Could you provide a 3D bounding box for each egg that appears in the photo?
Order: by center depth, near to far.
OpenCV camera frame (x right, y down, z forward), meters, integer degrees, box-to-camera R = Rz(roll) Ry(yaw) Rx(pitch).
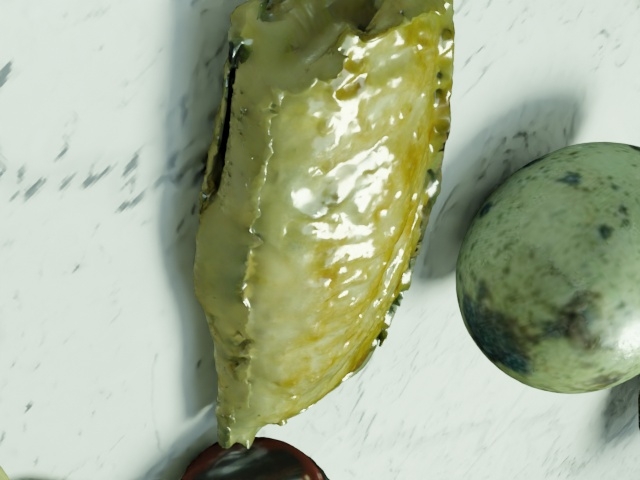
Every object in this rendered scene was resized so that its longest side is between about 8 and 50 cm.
[{"bbox_3d":[0.162,0.012,0.719,0.181,0.141,0.141,-44,153,-33],"label":"egg"}]

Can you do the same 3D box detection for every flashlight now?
[{"bbox_3d":[-0.021,0.190,0.715,0.093,0.093,0.232,-44,154,-13],"label":"flashlight"}]

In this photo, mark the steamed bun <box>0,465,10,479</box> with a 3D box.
[{"bbox_3d":[-0.199,0.179,0.353,0.273,0.166,0.232,-14,133,-49],"label":"steamed bun"}]

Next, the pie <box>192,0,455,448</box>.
[{"bbox_3d":[0.000,0.000,0.544,0.128,0.068,0.282,-33,151,-29],"label":"pie"}]

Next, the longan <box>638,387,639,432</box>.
[{"bbox_3d":[0.529,0.170,1.255,0.404,0.336,0.404,-4,98,-28],"label":"longan"}]
